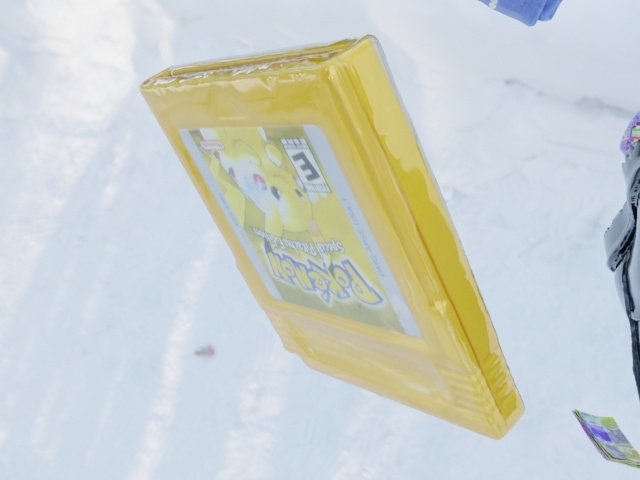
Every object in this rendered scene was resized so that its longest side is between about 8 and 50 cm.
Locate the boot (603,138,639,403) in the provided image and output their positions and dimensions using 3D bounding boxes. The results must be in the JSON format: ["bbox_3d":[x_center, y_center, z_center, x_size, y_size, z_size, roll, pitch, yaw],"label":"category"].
[{"bbox_3d":[0.222,0.059,0.432,0.094,0.246,0.207,-9,70,5],"label":"boot"}]

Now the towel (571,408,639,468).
[{"bbox_3d":[0.311,0.212,0.868,0.083,0.060,0.009,-110,40,-61],"label":"towel"}]

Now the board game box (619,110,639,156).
[{"bbox_3d":[0.491,-0.121,1.080,0.133,0.169,0.033,-39,23,22],"label":"board game box"}]

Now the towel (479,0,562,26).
[{"bbox_3d":[0.050,-0.286,0.603,0.336,0.243,0.040,19,70,2],"label":"towel"}]

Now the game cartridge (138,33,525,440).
[{"bbox_3d":[0.000,0.000,0.664,0.053,0.323,0.285,-38,26,-27],"label":"game cartridge"}]
